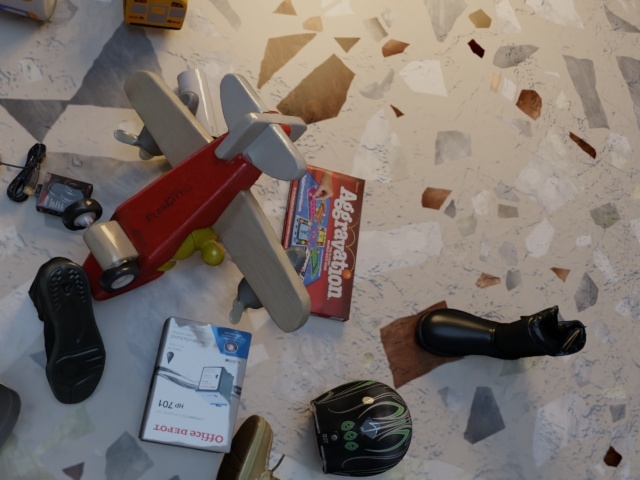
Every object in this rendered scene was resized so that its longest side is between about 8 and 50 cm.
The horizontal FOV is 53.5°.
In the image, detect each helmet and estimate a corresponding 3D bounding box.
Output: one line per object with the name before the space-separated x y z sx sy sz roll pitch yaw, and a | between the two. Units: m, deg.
helmet | 0.073 0.310 1.053 0.161 0.169 0.169 -10 78 -5

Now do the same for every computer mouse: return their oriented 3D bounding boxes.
computer mouse | -0.550 -0.130 1.016 0.193 0.042 0.106 15 75 -21

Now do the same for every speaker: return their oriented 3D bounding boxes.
speaker | -0.224 -0.241 1.157 0.055 0.055 0.136 -9 77 -22

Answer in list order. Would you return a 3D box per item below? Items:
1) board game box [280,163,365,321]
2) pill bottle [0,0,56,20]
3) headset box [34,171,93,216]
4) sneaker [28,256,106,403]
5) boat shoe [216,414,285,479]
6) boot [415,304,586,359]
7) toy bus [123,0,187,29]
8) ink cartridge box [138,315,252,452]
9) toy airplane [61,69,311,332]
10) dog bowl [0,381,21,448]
board game box | 0.000 0.000 1.183 0.145 0.027 0.281 13 70 -17
pill bottle | -0.579 -0.473 1.044 0.272 0.152 0.152 12 71 -17
headset box | -0.425 -0.072 1.047 0.083 0.032 0.062 16 70 -16
sneaker | -0.391 0.131 0.980 0.087 0.130 0.227 -11 106 -27
boat shoe | -0.118 0.418 0.983 0.089 0.104 0.285 20 79 -18
boot | 0.324 0.164 1.153 0.246 0.207 0.094 12 71 -16
toy bus | -0.313 -0.556 1.176 0.108 0.130 0.332 -1 75 -20
ink cartridge box | -0.198 0.232 1.014 0.140 0.082 0.190 14 69 -16
toy airplane | -0.173 -0.070 1.009 0.384 0.272 0.386 7 84 15
dog bowl | -0.536 0.274 0.748 0.102 0.349 0.349 41 65 10
